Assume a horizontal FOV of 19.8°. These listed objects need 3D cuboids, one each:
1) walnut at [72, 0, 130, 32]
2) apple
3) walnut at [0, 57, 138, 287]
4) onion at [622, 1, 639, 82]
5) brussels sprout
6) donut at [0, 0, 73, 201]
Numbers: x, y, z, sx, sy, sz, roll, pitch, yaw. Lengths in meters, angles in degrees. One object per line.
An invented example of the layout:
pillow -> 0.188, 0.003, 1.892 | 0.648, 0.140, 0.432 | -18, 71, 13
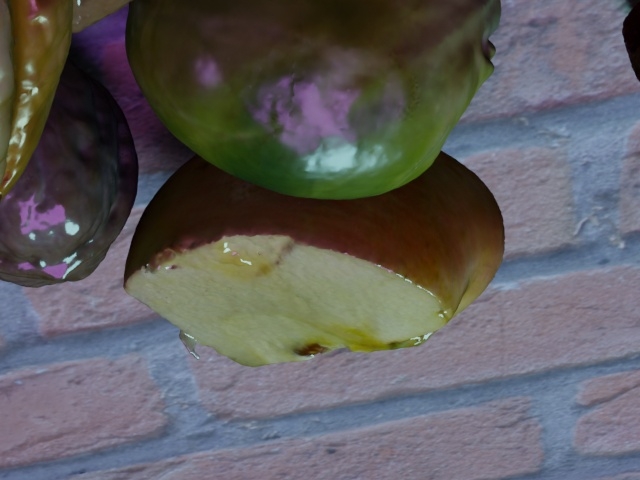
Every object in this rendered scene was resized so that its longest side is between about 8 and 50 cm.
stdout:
walnut -> -0.220, -0.283, 1.475 | 0.228, 0.228, 0.228 | -7, 141, -5
apple -> 0.000, 0.000, 1.781 | 0.309, 0.252, 0.314 | -18, -173, 37
walnut -> -0.273, -0.063, 1.724 | 0.224, 0.224, 0.224 | -7, 141, -5
onion -> 0.457, -0.200, 1.707 | 0.314, 0.280, 0.146 | -6, 127, -7
brussels sprout -> 0.000, -0.185, 1.595 | 0.344, 0.344, 0.268 | 1, 130, -15
donut -> -0.333, -0.202, 1.319 | 0.198, 0.449, 0.449 | -18, 147, -29
